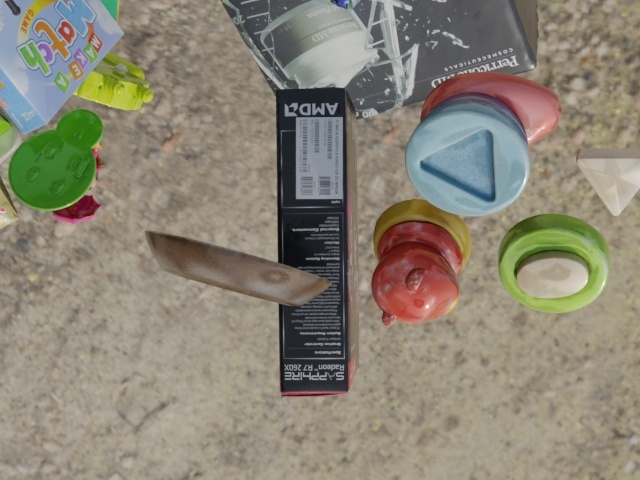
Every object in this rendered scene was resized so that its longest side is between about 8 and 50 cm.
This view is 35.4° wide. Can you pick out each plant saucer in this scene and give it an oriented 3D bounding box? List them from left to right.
[{"bbox_3d":[-0.088,0.033,1.024,0.198,0.198,0.036,19,83,-33],"label":"plant saucer"}]

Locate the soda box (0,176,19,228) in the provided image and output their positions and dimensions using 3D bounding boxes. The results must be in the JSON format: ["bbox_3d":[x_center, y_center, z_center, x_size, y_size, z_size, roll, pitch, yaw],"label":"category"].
[{"bbox_3d":[-0.425,-0.079,1.216,0.061,0.181,0.058,-29,136,-11],"label":"soda box"}]

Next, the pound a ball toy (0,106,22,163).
[{"bbox_3d":[-0.436,-0.045,0.911,0.319,0.208,0.136,-39,90,-3],"label":"pound a ball toy"}]

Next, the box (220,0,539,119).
[{"bbox_3d":[0.087,-0.500,1.778,0.480,0.297,0.472,-14,131,23],"label":"box"}]

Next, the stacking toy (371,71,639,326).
[{"bbox_3d":[0.201,-0.010,1.104,0.279,0.130,0.309,18,130,4],"label":"stacking toy"}]

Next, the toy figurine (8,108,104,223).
[{"bbox_3d":[-0.382,-0.097,1.546,0.173,0.130,0.159,-61,170,-17],"label":"toy figurine"}]

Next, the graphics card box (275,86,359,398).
[{"bbox_3d":[0.000,0.000,1.288,0.094,0.233,0.371,-2,90,6],"label":"graphics card box"}]

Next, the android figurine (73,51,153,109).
[{"bbox_3d":[-0.365,-0.261,1.479,0.248,0.273,0.056,5,110,-58],"label":"android figurine"}]

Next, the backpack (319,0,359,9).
[{"bbox_3d":[-0.012,-0.405,1.378,0.173,0.158,0.117,13,129,8],"label":"backpack"}]

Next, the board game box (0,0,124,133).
[{"bbox_3d":[-0.277,-0.222,0.871,0.211,0.039,0.160,55,36,-27],"label":"board game box"}]

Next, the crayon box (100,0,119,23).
[{"bbox_3d":[-0.280,-0.404,1.198,0.081,0.165,0.278,1,124,-20],"label":"crayon box"}]
